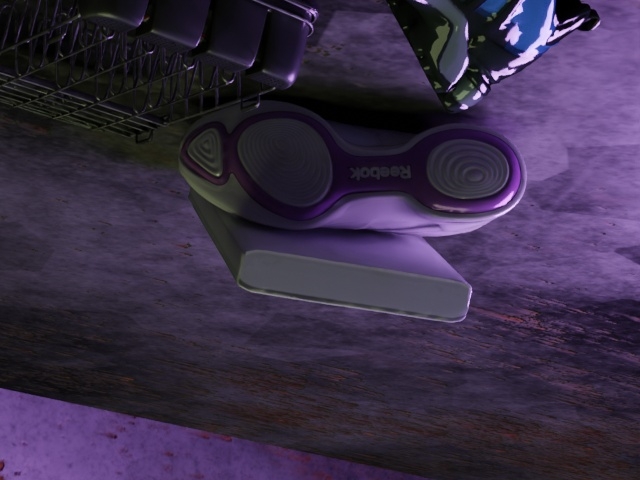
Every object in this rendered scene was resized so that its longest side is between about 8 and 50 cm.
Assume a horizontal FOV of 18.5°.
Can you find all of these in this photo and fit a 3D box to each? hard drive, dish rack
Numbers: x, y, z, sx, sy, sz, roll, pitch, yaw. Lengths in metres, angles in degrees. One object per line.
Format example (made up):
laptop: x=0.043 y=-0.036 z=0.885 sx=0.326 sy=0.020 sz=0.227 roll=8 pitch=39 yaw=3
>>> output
hard drive: x=0.000 y=0.000 z=1.787 sx=0.203 sy=0.040 sz=0.307 roll=9 pitch=-167 yaw=-14
dish rack: x=-0.159 y=-0.149 z=1.548 sx=0.208 sy=0.074 sz=0.271 roll=18 pitch=160 yaw=-34

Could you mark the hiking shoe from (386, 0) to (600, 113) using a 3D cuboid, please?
hiking shoe: x=0.091 y=-0.208 z=1.277 sx=0.132 sy=0.113 sz=0.304 roll=-28 pitch=151 yaw=4

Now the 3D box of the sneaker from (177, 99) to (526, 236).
sneaker: x=0.023 y=-0.046 z=1.751 sx=0.305 sy=0.114 sz=0.152 roll=7 pitch=166 yaw=-4
